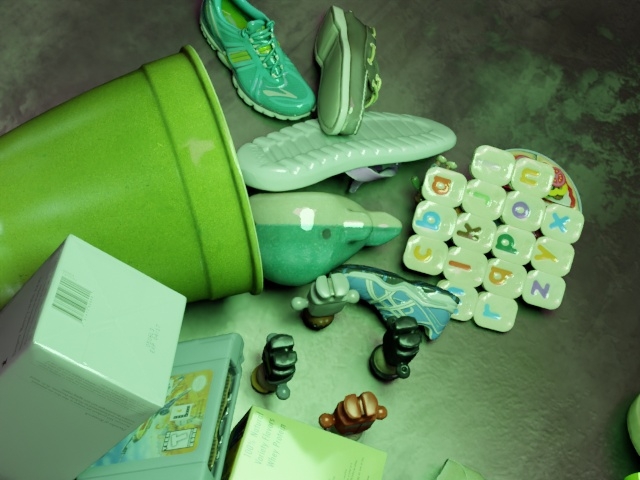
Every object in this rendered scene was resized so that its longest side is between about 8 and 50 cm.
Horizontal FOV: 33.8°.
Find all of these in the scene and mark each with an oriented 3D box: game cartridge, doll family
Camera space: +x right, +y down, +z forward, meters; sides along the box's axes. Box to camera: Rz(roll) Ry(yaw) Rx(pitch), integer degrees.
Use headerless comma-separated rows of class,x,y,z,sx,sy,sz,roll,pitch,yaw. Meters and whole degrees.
game cartridge,-0.215,0.250,1.395,0.198,0.062,0.297,-8,39,13
doll family,0.229,-0.046,1.751,0.193,0.076,0.111,32,71,2

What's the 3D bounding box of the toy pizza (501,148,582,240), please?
toy pizza,0.370,-0.076,1.839,0.201,0.032,0.201,7,64,-14

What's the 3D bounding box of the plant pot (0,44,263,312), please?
plant pot,-0.303,-0.050,1.461,0.353,0.366,0.366,-16,71,-12

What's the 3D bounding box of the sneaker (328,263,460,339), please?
sneaker,0.110,0.093,1.643,0.211,0.080,0.081,19,96,-6

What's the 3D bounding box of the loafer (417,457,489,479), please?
loafer,0.136,0.403,1.506,0.268,0.102,0.092,-26,60,-40

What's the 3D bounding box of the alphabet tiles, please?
alphabet tiles,0.281,-0.002,1.711,0.278,0.021,0.284,15,91,-10

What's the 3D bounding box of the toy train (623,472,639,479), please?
toy train,0.498,0.421,1.611,0.248,0.105,0.143,3,55,-16

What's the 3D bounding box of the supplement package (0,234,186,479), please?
supplement package,-0.329,0.167,1.316,0.175,0.293,0.177,31,39,-24

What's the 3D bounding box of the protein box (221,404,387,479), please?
protein box,-0.043,0.364,1.442,0.201,0.136,0.200,21,62,-8

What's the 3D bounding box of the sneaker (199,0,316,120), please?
sneaker,-0.108,-0.315,1.759,0.107,0.110,0.275,-35,80,-28

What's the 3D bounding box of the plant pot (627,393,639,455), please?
plant pot,0.612,0.296,1.648,0.237,0.110,0.237,15,37,-12

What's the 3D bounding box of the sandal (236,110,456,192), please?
sandal,0.036,-0.132,1.718,0.416,0.102,0.169,-12,35,-32

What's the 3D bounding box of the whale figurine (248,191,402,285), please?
whale figurine,0.000,0.000,1.612,0.272,0.216,0.141,4,88,-43

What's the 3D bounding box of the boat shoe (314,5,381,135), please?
boat shoe,0.052,-0.277,1.752,0.097,0.116,0.324,18,36,-17

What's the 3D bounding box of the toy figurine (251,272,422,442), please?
toy figurine,0.025,0.176,1.555,0.209,0.148,0.213,31,62,6
